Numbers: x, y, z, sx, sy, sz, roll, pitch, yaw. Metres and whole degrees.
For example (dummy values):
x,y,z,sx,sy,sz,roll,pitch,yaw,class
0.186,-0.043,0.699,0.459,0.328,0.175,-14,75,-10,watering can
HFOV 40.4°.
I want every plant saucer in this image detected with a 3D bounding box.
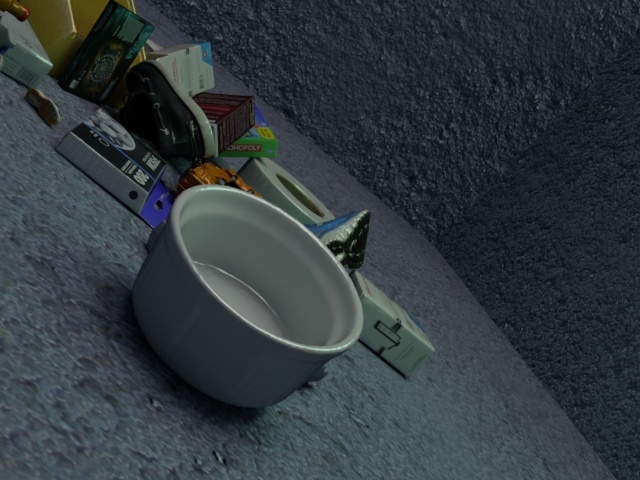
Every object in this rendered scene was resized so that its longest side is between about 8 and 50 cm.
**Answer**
x,y,z,sx,sy,sz,roll,pitch,yaw,class
-0.462,-0.450,1.755,0.332,0.081,0.333,24,47,-62,plant saucer

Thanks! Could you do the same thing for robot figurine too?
x,y,z,sx,sy,sz,roll,pitch,yaw,class
-0.180,-0.075,1.630,0.211,0.085,0.291,43,6,-2,robot figurine

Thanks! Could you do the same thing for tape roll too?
x,y,z,sx,sy,sz,roll,pitch,yaw,class
-0.077,-0.068,1.981,0.286,0.100,0.286,42,10,-9,tape roll

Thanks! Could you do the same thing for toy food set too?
x,y,z,sx,sy,sz,roll,pitch,yaw,class
-0.486,-0.289,1.282,0.104,0.111,0.232,33,23,-46,toy food set

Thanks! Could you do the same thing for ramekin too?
x,y,z,sx,sy,sz,roll,pitch,yaw,class
-0.096,0.072,1.078,0.277,0.135,0.277,32,27,-18,ramekin

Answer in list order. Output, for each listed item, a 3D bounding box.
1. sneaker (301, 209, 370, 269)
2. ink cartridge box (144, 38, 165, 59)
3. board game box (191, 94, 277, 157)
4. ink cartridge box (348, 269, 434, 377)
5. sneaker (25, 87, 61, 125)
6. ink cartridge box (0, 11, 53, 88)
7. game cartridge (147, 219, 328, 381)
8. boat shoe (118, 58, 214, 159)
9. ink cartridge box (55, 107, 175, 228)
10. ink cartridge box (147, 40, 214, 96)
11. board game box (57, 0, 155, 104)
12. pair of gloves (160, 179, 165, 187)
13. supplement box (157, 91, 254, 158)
x,y,z,sx,sy,sz,roll,pitch,yaw,class
0.000,0.000,1.778,0.147,0.130,0.330,15,18,23,sneaker
-0.436,-0.483,2.401,0.115,0.067,0.198,44,9,9,ink cartridge box
-0.237,-0.270,2.021,0.213,0.046,0.317,-2,27,-16,board game box
0.125,0.170,1.811,0.203,0.086,0.148,39,10,-16,ink cartridge box
-0.436,-0.215,1.399,0.083,0.032,0.037,48,11,21,sneaker
-0.583,-0.397,1.502,0.165,0.065,0.333,32,17,-47,ink cartridge box
-0.124,0.093,1.279,0.297,0.062,0.198,47,15,21,game cartridge
-0.315,-0.237,1.622,0.340,0.113,0.127,47,-30,41,boat shoe
-0.313,-0.118,1.425,0.208,0.045,0.206,42,13,-13,ink cartridge box
-0.309,-0.360,1.868,0.060,0.104,0.180,13,27,30,ink cartridge box
-0.403,-0.353,1.651,0.026,0.186,0.126,38,8,21,board game box
-0.310,-0.119,1.555,0.083,0.010,0.074,39,11,-25,pair of gloves
-0.236,-0.247,1.828,0.130,0.073,0.239,7,26,14,supplement box
